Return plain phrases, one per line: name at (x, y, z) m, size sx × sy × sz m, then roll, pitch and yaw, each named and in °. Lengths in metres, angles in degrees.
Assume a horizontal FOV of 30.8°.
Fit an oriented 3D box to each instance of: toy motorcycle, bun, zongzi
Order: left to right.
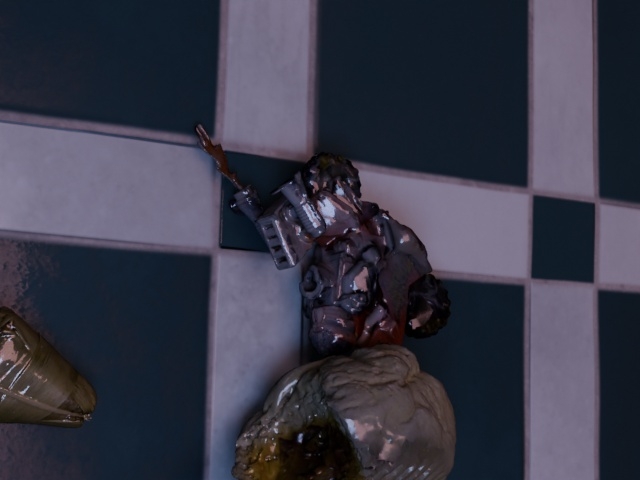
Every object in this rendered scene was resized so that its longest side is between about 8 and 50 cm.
zongzi at (-0.345, 0.182, 1.244) m, size 0.160 × 0.078 × 0.176 m, roll 46°, pitch 75°, yaw -18°
toy motorcycle at (0.000, 0.000, 1.431) m, size 0.207 × 0.134 × 0.401 m, roll -46°, pitch 108°, yaw -32°
bun at (0.028, 0.242, 1.371) m, size 0.281 × 0.281 × 0.205 m, roll 2°, pitch 45°, yaw -30°
